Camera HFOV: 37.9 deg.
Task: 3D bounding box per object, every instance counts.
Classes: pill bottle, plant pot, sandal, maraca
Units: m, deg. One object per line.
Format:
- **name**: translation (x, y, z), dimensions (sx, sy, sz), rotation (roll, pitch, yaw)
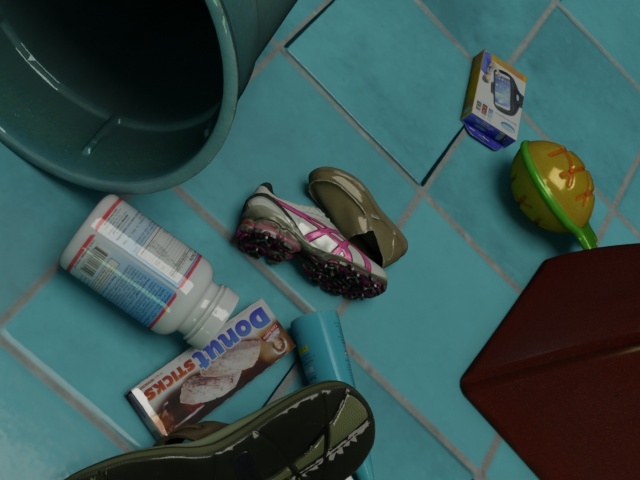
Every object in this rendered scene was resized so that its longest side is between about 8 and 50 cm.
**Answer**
- **pill bottle**: translation (-0.161, 0.033, 0.888), dimensions (0.160, 0.087, 0.087), rotation (37, 54, -9)
- **plant pot**: translation (-0.163, -0.279, 0.904), dimensions (0.341, 0.341, 0.334), rotation (41, 45, -10)
- **plant pot**: translation (0.379, 0.153, 1.092), dimensions (0.267, 0.236, 0.267), rotation (49, 52, -5)
- **sandal**: translation (-0.094, 0.213, 0.846), dimensions (0.303, 0.086, 0.120), rotation (-17, 103, -19)
- **maraca**: translation (0.318, -0.055, 1.233), dimensions (0.185, 0.099, 0.127), rotation (50, 29, -18)

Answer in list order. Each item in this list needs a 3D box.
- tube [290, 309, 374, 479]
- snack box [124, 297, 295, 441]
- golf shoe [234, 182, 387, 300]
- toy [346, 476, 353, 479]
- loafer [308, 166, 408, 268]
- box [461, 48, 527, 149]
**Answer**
- **tube**: translation (0.019, 0.175, 0.959), dimensions (0.052, 0.080, 0.207), rotation (-12, 70, -12)
- **snack box**: translation (-0.106, 0.128, 0.928), dimensions (0.178, 0.022, 0.064), rotation (-35, 88, -38)
- **golf shoe**: translation (0.000, 0.000, 1.025), dimensions (0.186, 0.067, 0.086), rotation (28, 55, -19)
- **toy**: translation (0.003, 0.316, 0.884), dimensions (0.137, 0.056, 0.237), rotation (-28, 76, -16)
- **loafer**: translation (0.040, -0.024, 1.068), dimensions (0.148, 0.056, 0.050), rotation (42, 47, -10)
- **box**: translation (0.241, -0.192, 1.290), dimensions (0.081, 0.028, 0.136), rotation (28, 55, -20)
